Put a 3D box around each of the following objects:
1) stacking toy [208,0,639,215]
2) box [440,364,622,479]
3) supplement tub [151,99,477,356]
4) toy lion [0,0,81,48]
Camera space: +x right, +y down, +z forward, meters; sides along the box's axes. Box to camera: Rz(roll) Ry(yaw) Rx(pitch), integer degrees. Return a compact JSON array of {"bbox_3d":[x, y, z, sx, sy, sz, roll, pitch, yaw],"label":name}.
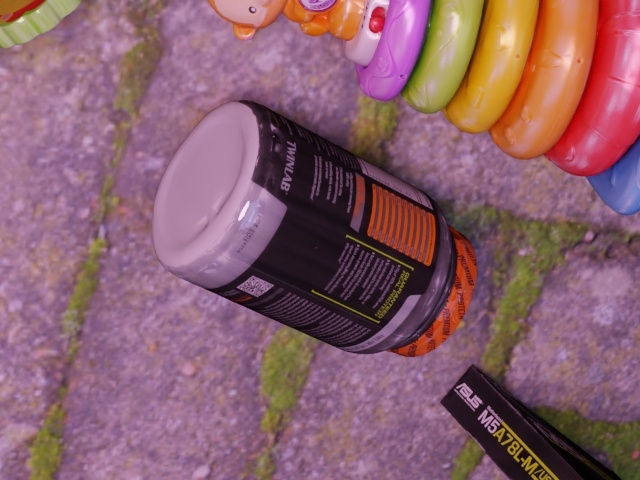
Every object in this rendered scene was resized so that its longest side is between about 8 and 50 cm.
[{"bbox_3d":[0.076,-0.135,0.930,0.302,0.165,0.175,10,114,-13],"label":"stacking toy"},{"bbox_3d":[0.195,0.188,1.101,0.191,0.184,0.045,37,97,-33],"label":"box"},{"bbox_3d":[0.000,0.000,0.960,0.190,0.117,0.117,27,101,-32],"label":"supplement tub"},{"bbox_3d":[-0.167,-0.129,0.832,0.100,0.096,0.034,-38,123,-3],"label":"toy lion"}]
